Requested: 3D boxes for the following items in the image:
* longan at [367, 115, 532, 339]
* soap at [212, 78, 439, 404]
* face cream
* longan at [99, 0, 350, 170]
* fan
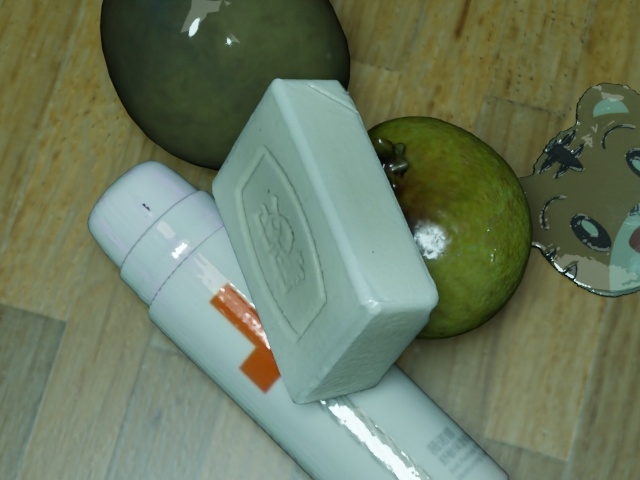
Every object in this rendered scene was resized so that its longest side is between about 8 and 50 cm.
[{"bbox_3d":[0.069,-0.014,1.170,0.154,0.176,0.145,32,79,38],"label":"longan"},{"bbox_3d":[0.000,0.000,1.105,0.063,0.121,0.183,-4,56,-31],"label":"soap"},{"bbox_3d":[-0.025,0.077,1.183,0.345,0.102,0.102,44,80,9],"label":"face cream"},{"bbox_3d":[-0.071,-0.139,1.206,0.189,0.189,0.189,0,76,1],"label":"longan"},{"bbox_3d":[0.249,-0.005,1.248,0.226,0.008,0.152,39,79,10],"label":"fan"}]
